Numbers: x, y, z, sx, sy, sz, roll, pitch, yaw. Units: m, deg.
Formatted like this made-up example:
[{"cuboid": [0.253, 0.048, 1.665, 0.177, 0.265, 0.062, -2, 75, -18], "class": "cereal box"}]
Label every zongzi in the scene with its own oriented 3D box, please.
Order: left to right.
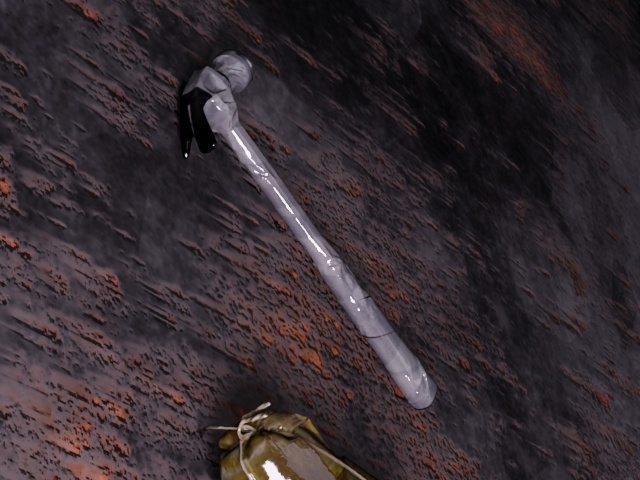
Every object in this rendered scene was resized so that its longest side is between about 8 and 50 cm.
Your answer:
[{"cuboid": [0.007, 0.221, 1.289, 0.248, 0.111, 0.241, 51, 13, -8], "class": "zongzi"}]

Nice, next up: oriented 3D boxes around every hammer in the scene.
[{"cuboid": [-0.001, 0.000, 1.493, 0.427, 0.044, 0.152, 52, 32, -17], "class": "hammer"}]
